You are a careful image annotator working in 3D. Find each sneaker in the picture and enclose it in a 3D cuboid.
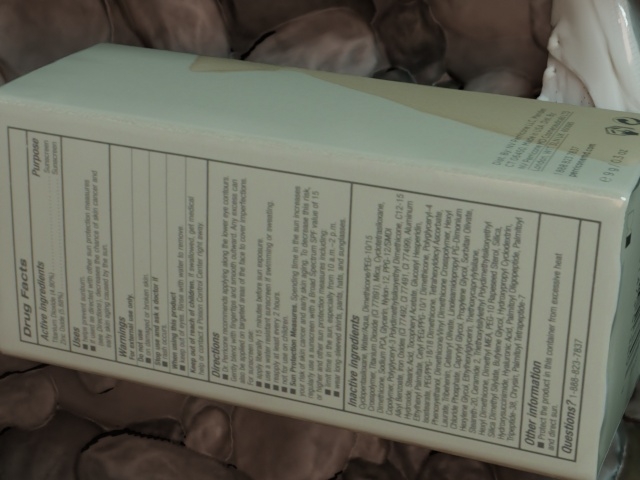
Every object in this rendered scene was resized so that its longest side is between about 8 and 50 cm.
[{"bbox_3d":[0.130,-0.059,0.728,0.094,0.080,0.212,-9,97,25],"label":"sneaker"}]

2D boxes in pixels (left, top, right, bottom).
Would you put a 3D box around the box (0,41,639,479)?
[{"bbox_3d":[0.000,0.000,0.697,0.311,0.121,0.148,12,115,19],"label":"box"}]
